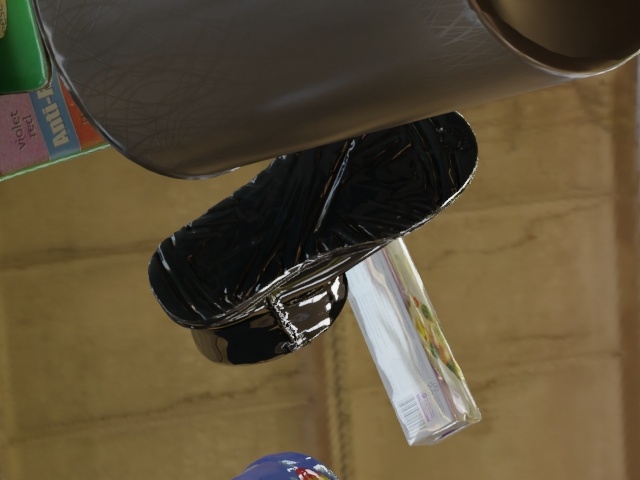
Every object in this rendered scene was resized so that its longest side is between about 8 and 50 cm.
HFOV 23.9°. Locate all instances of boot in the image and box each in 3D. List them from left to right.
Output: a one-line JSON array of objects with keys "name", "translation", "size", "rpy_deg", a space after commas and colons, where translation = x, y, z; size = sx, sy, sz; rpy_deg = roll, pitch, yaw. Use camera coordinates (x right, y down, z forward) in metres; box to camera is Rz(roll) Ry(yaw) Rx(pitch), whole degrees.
[{"name": "boot", "translation": [0.000, 0.000, 1.089], "size": [0.246, 0.207, 0.094], "rpy_deg": [-31, -103, -1]}]

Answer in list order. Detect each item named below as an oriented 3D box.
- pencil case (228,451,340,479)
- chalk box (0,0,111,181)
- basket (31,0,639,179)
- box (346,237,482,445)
[{"name": "pencil case", "translation": [-0.084, 0.266, 1.269], "size": [0.119, 0.133, 0.306], "rpy_deg": [64, -157, 6]}, {"name": "chalk box", "translation": [-0.225, -0.104, 0.716], "size": [0.179, 0.289, 0.180], "rpy_deg": [-26, -72, -53]}, {"name": "basket", "translation": [0.011, -0.123, 0.556], "size": [0.154, 0.227, 0.204], "rpy_deg": [-8, -82, -38]}, {"name": "box", "translation": [0.072, 0.060, 1.604], "size": [0.063, 0.067, 0.324], "rpy_deg": [8, -127, -56]}]
